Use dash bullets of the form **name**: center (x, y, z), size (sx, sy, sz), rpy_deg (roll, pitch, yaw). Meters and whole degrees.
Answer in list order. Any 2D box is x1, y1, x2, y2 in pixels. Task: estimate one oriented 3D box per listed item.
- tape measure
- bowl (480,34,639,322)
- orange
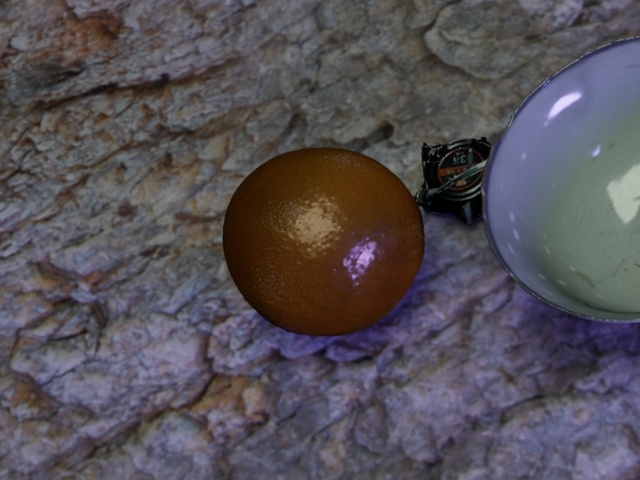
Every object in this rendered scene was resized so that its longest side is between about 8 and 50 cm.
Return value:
- **tape measure**: center (0.146, -0.062, 1.685), size (0.094, 0.054, 0.091), rpy_deg (-1, 65, 25)
- **bowl**: center (0.321, -0.032, 1.551), size (0.313, 0.146, 0.313), rpy_deg (-12, 57, 19)
- **orange**: center (0.000, 0.000, 1.624), size (0.206, 0.206, 0.206), rpy_deg (-8, 62, 14)
